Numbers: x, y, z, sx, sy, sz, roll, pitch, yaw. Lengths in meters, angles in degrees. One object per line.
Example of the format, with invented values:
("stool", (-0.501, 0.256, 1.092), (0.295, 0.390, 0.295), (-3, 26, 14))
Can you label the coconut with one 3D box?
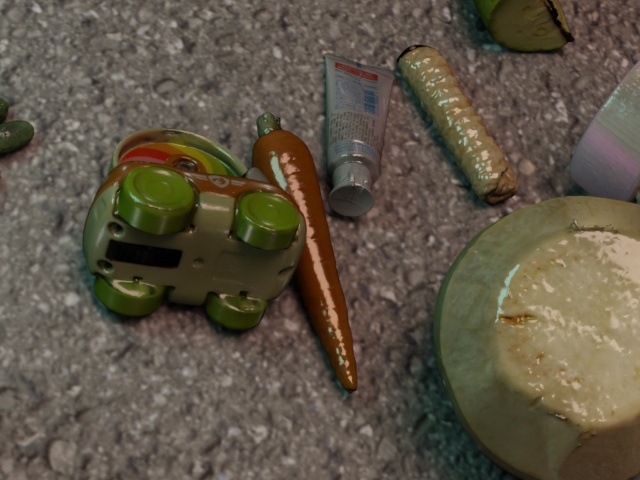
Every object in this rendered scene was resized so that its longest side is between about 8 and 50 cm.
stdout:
("coconut", (0.256, 0.103, 1.554), (0.323, 0.323, 0.323), (10, 55, -15))

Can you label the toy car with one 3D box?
("toy car", (-0.131, -0.036, 1.595), (0.235, 0.145, 0.235), (14, 38, -11))

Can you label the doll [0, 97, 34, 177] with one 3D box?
("doll", (-0.365, -0.107, 1.584), (0.115, 0.077, 0.150), (50, 43, 2))

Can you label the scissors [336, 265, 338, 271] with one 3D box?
("scissors", (0.000, 0.000, 1.687), (0.036, 0.006, 0.083), (-19, 67, -27))

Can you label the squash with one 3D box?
("squash", (0.222, -0.368, 1.951), (0.169, 0.093, 0.252), (37, 33, -56))

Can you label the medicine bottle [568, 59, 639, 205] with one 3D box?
("medicine bottle", (0.471, -0.058, 1.751), (0.325, 0.256, 0.256), (39, 53, 17))

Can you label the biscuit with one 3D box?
("biscuit", (0.161, -0.141, 1.812), (0.061, 0.055, 0.219), (-9, 61, -38))

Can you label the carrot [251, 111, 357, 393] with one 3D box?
("carrot", (-0.010, 0.007, 1.643), (0.069, 0.069, 0.336), (-9, 68, -26))

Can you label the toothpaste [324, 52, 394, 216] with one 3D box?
("toothpaste", (0.041, -0.130, 1.764), (0.089, 0.057, 0.234), (16, 47, -12))
